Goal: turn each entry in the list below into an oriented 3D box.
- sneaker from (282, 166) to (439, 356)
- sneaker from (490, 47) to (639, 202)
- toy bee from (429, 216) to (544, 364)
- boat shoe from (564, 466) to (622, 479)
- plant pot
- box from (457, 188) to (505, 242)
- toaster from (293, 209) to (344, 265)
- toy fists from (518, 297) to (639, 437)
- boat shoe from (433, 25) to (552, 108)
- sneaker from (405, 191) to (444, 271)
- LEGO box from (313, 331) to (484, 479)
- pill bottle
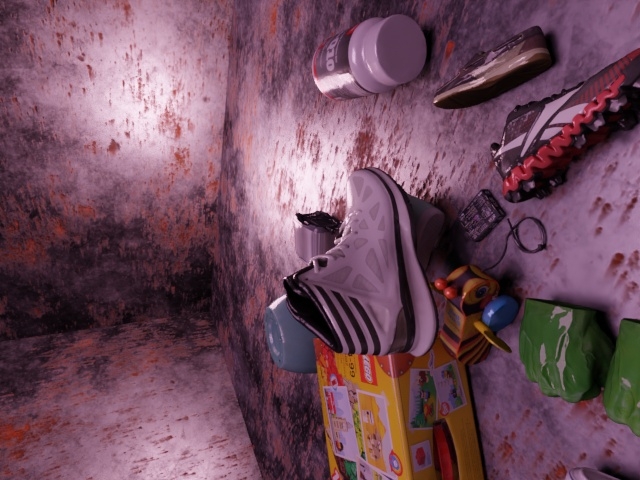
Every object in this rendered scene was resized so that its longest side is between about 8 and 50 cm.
[{"bbox_3d":[0.050,0.014,0.845,0.169,0.257,0.448,111,155,-49],"label":"sneaker"},{"bbox_3d":[0.354,-0.178,0.623,0.276,0.097,0.135,-57,47,53],"label":"sneaker"},{"bbox_3d":[0.267,0.104,0.776,0.195,0.162,0.299,-162,70,-64],"label":"toy bee"},{"bbox_3d":[0.451,0.353,0.536,0.258,0.095,0.085,13,101,52],"label":"boat shoe"},{"bbox_3d":[-0.036,0.273,1.300,0.293,0.234,0.294,171,90,-67],"label":"plant pot"},{"bbox_3d":[0.311,-0.047,0.820,0.067,0.018,0.083,67,148,32],"label":"box"},{"bbox_3d":[0.000,0.000,1.337,0.227,0.129,0.147,33,127,56],"label":"toaster"},{"bbox_3d":[0.402,0.173,0.591,0.279,0.096,0.143,9,92,64],"label":"toy fists"},{"bbox_3d":[0.296,-0.300,0.753,0.223,0.080,0.074,-9,81,58],"label":"boat shoe"},{"bbox_3d":[0.182,0.008,1.001,0.151,0.094,0.256,48,126,44],"label":"sneaker"},{"bbox_3d":[0.171,0.471,0.987,0.372,0.193,0.501,-21,75,63],"label":"LEGO box"},{"bbox_3d":[0.108,-0.430,1.009,0.283,0.161,0.162,22,113,61],"label":"pill bottle"}]
